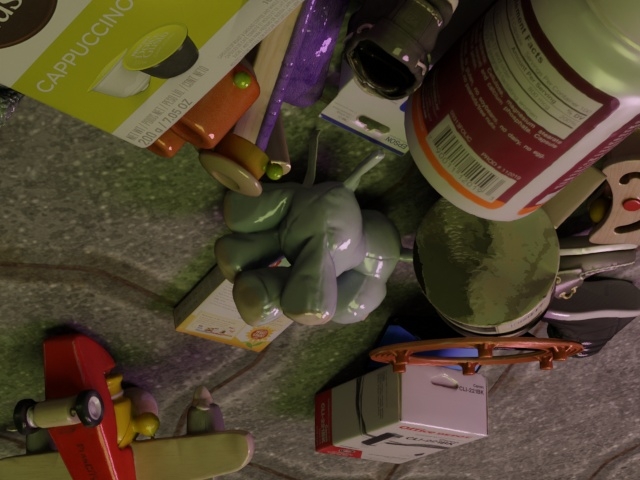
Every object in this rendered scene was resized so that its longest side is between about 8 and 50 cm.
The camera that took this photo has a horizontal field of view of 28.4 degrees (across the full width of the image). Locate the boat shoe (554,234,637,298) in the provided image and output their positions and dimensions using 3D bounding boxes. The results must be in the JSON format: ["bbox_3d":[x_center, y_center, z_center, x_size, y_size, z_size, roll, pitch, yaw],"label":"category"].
[{"bbox_3d":[0.361,0.050,2.031,0.304,0.091,0.109,-9,-174,2],"label":"boat shoe"}]

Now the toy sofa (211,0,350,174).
[{"bbox_3d":[-0.032,-0.252,1.525,0.177,0.150,0.363,4,140,-17],"label":"toy sofa"}]

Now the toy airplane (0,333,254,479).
[{"bbox_3d":[-0.337,0.360,2.124,0.386,0.272,0.384,30,120,0],"label":"toy airplane"}]

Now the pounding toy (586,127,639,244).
[{"bbox_3d":[0.473,-0.068,1.871,0.154,0.155,0.269,14,144,-10],"label":"pounding toy"}]

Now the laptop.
[{"bbox_3d":[0.232,0.205,2.186,0.234,0.264,0.137,3,101,-20],"label":"laptop"}]

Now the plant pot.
[{"bbox_3d":[0.335,-0.090,1.844,0.096,0.109,0.109,44,93,-5],"label":"plant pot"}]

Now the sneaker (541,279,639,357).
[{"bbox_3d":[0.410,0.137,2.174,0.295,0.105,0.147,5,134,-27],"label":"sneaker"}]

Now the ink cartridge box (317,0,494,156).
[{"bbox_3d":[0.153,-0.254,1.644,0.165,0.065,0.332,22,130,-36],"label":"ink cartridge box"}]

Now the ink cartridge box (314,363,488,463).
[{"bbox_3d":[0.142,0.310,2.256,0.197,0.114,0.273,13,154,-29],"label":"ink cartridge box"}]

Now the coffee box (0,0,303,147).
[{"bbox_3d":[-0.212,-0.358,1.187,0.334,0.338,0.337,25,129,-38],"label":"coffee box"}]

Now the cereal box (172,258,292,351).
[{"bbox_3d":[-0.100,0.083,2.016,0.173,0.047,0.240,20,132,-34],"label":"cereal box"}]

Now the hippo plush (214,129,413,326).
[{"bbox_3d":[0.000,0.000,1.859,0.236,0.234,0.294,19,93,-57],"label":"hippo plush"}]

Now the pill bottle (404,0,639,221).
[{"bbox_3d":[0.284,-0.206,1.457,0.224,0.224,0.392,10,148,-26],"label":"pill bottle"}]

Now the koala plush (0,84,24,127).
[{"bbox_3d":[-0.391,-0.272,1.414,0.196,0.203,0.221,-41,114,20],"label":"koala plush"}]

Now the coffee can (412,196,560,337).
[{"bbox_3d":[0.246,0.038,1.845,0.201,0.202,0.275,-17,169,6],"label":"coffee can"}]

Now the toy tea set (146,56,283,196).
[{"bbox_3d":[-0.185,-0.186,1.488,0.336,0.124,0.200,25,164,23],"label":"toy tea set"}]

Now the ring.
[{"bbox_3d":[0.245,0.186,1.992,0.336,0.032,0.336,-2,168,0],"label":"ring"}]

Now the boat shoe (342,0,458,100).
[{"bbox_3d":[0.072,-0.213,1.439,0.112,0.096,0.335,31,170,-1],"label":"boat shoe"}]
